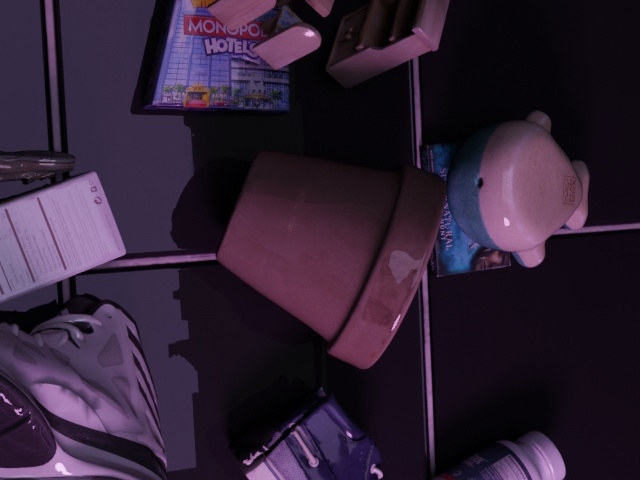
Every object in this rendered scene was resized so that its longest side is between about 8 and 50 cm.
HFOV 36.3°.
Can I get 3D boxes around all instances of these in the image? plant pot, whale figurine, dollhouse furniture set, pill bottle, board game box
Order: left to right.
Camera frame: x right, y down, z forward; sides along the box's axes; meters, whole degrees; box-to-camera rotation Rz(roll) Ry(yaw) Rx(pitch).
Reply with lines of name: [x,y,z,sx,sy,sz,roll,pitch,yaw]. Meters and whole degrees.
board game box: [-0.124,-0.260,1.226,0.194,0.060,0.194,-2,93,-24]
plant pot: [0.000,0.000,1.205,0.229,0.263,0.263,22,82,-6]
dollhouse furniture set: [0.019,-0.319,1.195,0.242,0.161,0.212,37,54,-32]
board game box: [0.208,-0.048,1.396,0.126,0.026,0.186,-7,95,-23]
pill bottle: [0.252,0.346,1.383,0.180,0.108,0.108,-24,101,-22]
whale figurine: [0.277,-0.071,1.359,0.272,0.141,0.216,0,92,-50]

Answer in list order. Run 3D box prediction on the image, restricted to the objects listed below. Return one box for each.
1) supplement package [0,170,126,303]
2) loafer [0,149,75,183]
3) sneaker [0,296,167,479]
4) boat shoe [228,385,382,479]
supplement package: [-0.332,0.000,1.116,0.179,0.105,0.105,-23,100,-21]
loafer: [-0.352,-0.084,1.144,0.125,0.045,0.039,0,108,-17]
sneaker: [-0.326,0.141,1.032,0.169,0.258,0.447,-29,133,13]
boat shoe: [0.040,0.350,1.276,0.158,0.127,0.341,-38,105,-10]
